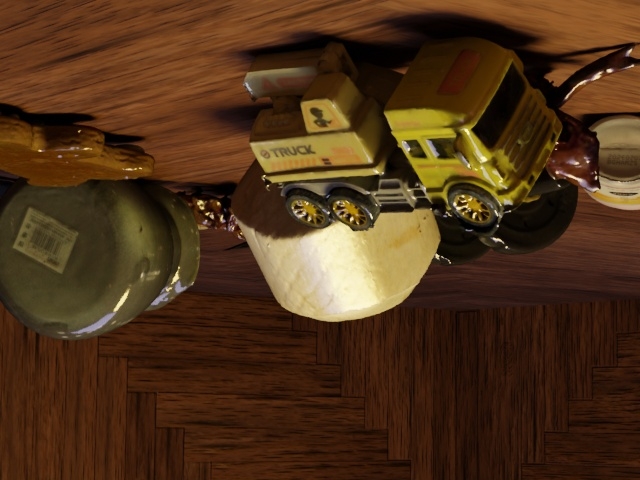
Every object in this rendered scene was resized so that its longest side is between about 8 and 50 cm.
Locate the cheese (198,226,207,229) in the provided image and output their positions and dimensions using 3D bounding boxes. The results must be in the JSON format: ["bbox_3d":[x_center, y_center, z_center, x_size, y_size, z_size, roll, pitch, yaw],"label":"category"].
[{"bbox_3d":[-0.215,-0.042,2.380,0.064,0.043,0.194,-2,173,33],"label":"cheese"}]

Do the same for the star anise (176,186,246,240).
[{"bbox_3d":[-0.093,-0.037,2.316,0.177,0.073,0.234,7,-173,42],"label":"star anise"}]

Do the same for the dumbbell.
[{"bbox_3d":[0.176,-0.049,1.823,0.143,0.143,0.325,4,173,-25],"label":"dumbbell"}]

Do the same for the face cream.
[{"bbox_3d":[0.338,-0.082,1.837,0.107,0.073,0.269,8,176,11],"label":"face cream"}]

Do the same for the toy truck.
[{"bbox_3d":[0.056,-0.102,1.424,0.272,0.124,0.157,1,138,41],"label":"toy truck"}]

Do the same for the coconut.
[{"bbox_3d":[0.014,-0.035,1.738,0.202,0.222,0.202,-17,-150,10],"label":"coconut"}]

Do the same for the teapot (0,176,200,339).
[{"bbox_3d":[-0.310,0.014,2.171,0.305,0.223,0.285,-4,179,21],"label":"teapot"}]

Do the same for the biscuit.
[{"bbox_3d":[-0.314,-0.104,1.819,0.196,0.049,0.301,-7,171,25],"label":"biscuit"}]

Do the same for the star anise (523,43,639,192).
[{"bbox_3d":[0.216,-0.140,1.462,0.158,0.144,0.140,21,-156,-54],"label":"star anise"}]

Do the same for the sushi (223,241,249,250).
[{"bbox_3d":[0.000,0.000,2.364,0.215,0.051,0.192,-22,-171,-40],"label":"sushi"}]
